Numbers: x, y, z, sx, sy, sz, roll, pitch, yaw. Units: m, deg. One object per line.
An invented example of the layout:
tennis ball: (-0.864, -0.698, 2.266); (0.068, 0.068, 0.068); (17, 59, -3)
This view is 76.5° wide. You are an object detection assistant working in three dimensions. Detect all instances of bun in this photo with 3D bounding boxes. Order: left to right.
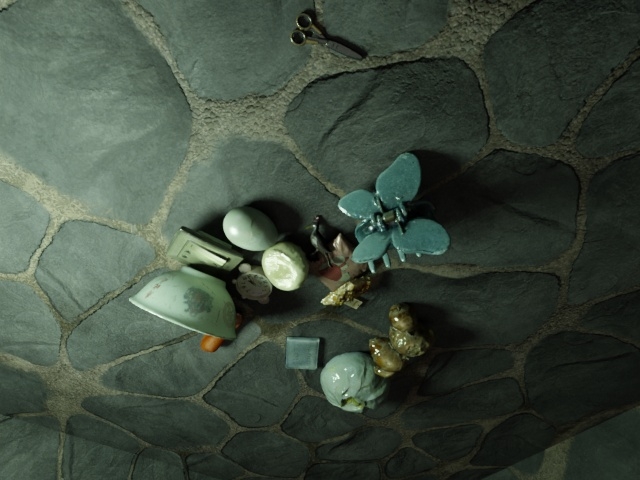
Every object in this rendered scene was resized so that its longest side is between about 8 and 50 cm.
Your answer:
bun: (-0.123, 0.089, 1.583); (0.223, 0.127, 0.222); (18, 124, 28)
bun: (0.173, 0.718, 2.007); (0.362, 0.211, 0.361); (1, 128, 1)

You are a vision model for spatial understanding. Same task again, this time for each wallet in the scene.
wallet: (-0.089, 0.553, 1.991); (0.168, 0.036, 0.222); (4, 126, -3)

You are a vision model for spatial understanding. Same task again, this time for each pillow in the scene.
pillow: (0.068, 0.095, 1.624); (0.223, 0.084, 0.236); (39, 116, -24)

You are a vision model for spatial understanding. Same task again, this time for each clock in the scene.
clock: (-0.276, 0.175, 1.698); (0.156, 0.063, 0.229); (-16, 122, 14)

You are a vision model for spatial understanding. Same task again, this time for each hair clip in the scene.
hair clip: (0.259, -0.044, 1.411); (0.319, 0.391, 0.238); (-22, 150, 14)

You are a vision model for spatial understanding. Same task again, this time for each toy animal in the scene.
toy animal: (-0.009, 0.006, 1.543); (0.105, 0.070, 0.202); (-5, 93, 15)

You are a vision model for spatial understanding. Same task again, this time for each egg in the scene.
egg: (-0.251, -0.040, 1.482); (0.209, 0.151, 0.151); (24, 123, -21)

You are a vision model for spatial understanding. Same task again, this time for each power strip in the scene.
power strip: (-0.442, 0.037, 1.565); (0.257, 0.092, 0.251); (29, 150, -20)

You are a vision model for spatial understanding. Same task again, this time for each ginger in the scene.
ginger: (0.350, 0.468, 1.836); (0.256, 0.176, 0.375); (26, 111, -12)

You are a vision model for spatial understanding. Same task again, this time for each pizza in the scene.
pizza: (0.123, 0.211, 1.651); (0.226, 0.069, 0.147); (-14, 155, -37)

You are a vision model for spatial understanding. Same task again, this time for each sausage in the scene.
sausage: (-0.454, 0.411, 1.858); (0.089, 0.083, 0.300); (35, 116, -16)

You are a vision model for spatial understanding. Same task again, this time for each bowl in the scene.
bowl: (-0.495, 0.220, 1.604); (0.435, 0.435, 0.195); (26, 79, -18)

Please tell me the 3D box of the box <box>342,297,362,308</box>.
box: (0.138, 0.265, 1.787); (0.083, 0.024, 0.053); (26, 123, -20)

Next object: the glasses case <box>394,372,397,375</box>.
glasses case: (0.385, 0.559, 1.949); (0.072, 0.042, 0.190); (33, 92, -29)

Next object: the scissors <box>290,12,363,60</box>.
scissors: (0.024, -0.571, 1.174); (0.220, 0.017, 0.088); (19, 121, -14)
